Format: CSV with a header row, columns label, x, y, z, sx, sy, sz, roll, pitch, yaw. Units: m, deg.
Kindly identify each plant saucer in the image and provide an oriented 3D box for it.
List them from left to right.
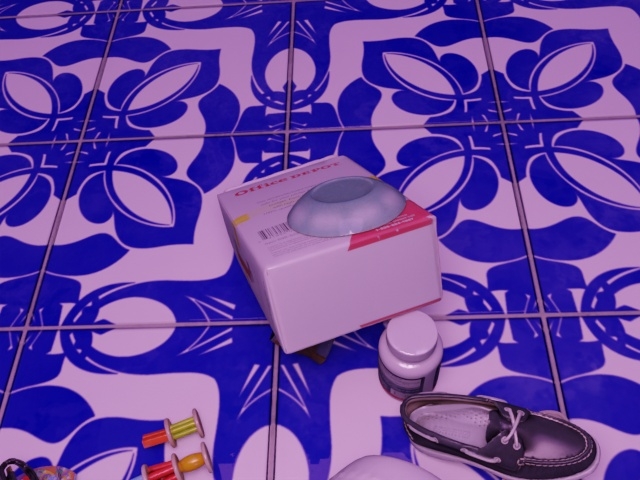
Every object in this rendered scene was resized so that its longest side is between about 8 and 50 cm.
label,x,y,z,sx,sy,sz,roll,pitch,yaw
plant saucer,0.038,-0.066,1.026,0.195,0.037,0.195,-9,25,5

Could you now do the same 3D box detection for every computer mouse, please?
label,x,y,z,sx,sy,sz,roll,pitch,yaw
computer mouse,-0.449,0.444,0.973,0.071,0.041,0.242,-10,51,-25

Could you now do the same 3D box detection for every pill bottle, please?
label,x,y,z,sx,sy,sz,roll,pitch,yaw
pill bottle,0.151,0.193,1.081,0.108,0.180,0.107,-2,56,3

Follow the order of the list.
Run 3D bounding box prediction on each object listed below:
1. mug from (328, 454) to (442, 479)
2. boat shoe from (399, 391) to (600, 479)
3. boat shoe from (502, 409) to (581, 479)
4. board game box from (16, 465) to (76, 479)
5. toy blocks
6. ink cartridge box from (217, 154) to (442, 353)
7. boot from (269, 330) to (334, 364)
label,x,y,z,sx,sy,sz,roll,pitch,yaw
mug,0.021,0.472,0.873,0.374,0.276,0.328,-1,41,36
boat shoe,0.267,0.300,0.994,0.303,0.091,0.114,-4,46,27
boat shoe,0.338,0.429,0.973,0.112,0.095,0.335,-5,48,31
board game box,-0.469,0.429,1.024,0.133,0.033,0.168,-11,39,-4
toy blocks,-0.265,0.358,1.070,0.148,0.054,0.123,-19,44,-10
ink cartridge box,0.000,0.000,1.134,0.279,0.160,0.384,-18,27,-12
boot,-0.008,0.134,1.217,0.106,0.082,0.219,34,49,-5
